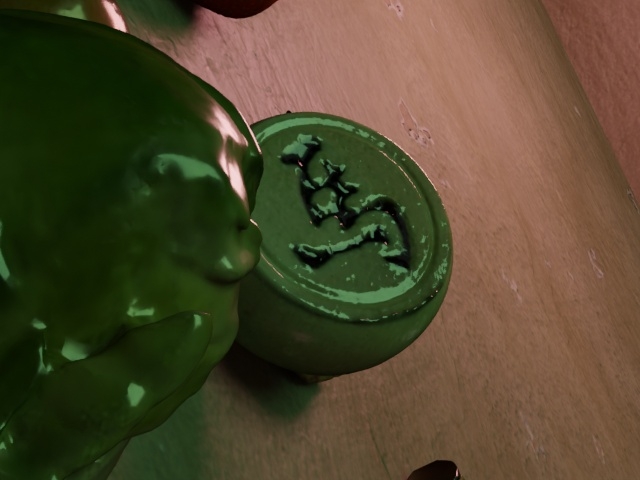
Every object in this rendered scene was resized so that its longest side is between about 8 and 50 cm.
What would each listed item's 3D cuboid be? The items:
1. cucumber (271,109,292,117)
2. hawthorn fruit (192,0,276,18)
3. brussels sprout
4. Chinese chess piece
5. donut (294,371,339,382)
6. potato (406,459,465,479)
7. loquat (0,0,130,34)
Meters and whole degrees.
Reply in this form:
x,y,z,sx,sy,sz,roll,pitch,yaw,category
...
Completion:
x,y,z,sx,sy,sz,roll,pitch,yaw,category
-0.025,-0.081,1.726,0.034,0.033,0.135,38,33,-52,cucumber
-0.038,-0.351,1.673,0.165,0.285,0.165,35,37,-32,hawthorn fruit
-0.202,0.049,0.854,0.276,0.314,0.371,76,31,-74,brussels sprout
0.000,0.000,1.452,0.250,0.101,0.250,13,53,-18,Chinese chess piece
-0.014,0.054,1.552,0.174,0.068,0.175,49,25,-32,donut
0.133,0.288,1.618,0.103,0.066,0.096,57,26,-19,potato
-0.217,-0.150,1.243,0.163,0.137,0.163,-22,90,-87,loquat
